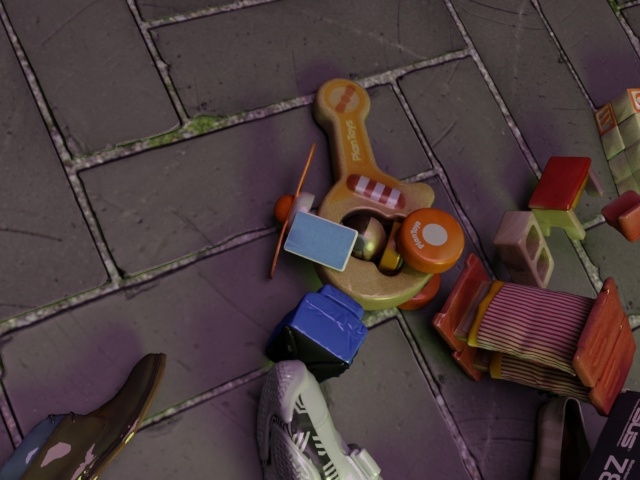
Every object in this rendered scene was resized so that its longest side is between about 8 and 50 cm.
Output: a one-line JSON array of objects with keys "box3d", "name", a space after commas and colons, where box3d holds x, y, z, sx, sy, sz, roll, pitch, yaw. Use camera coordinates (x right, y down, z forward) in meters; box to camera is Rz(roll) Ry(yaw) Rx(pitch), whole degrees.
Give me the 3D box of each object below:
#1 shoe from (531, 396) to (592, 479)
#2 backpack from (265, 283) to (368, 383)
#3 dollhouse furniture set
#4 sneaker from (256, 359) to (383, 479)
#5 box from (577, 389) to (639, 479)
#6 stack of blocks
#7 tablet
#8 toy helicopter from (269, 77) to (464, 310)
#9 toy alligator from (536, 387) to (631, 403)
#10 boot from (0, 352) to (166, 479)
[{"box3d": [0.319, 0.308, 1.026, 0.077, 0.058, 0.219, 15, 59, -16], "name": "shoe"}, {"box3d": [-0.003, 0.119, 0.962, 0.098, 0.120, 0.101, 38, 54, -1], "name": "backpack"}, {"box3d": [0.327, 0.022, 1.042, 0.374, 0.201, 0.152, -59, 135, -25], "name": "dollhouse furniture set"}, {"box3d": [0.061, 0.302, 0.913, 0.210, 0.137, 0.365, -12, 81, -24], "name": "sneaker"}, {"box3d": [0.417, 0.424, 0.932, 0.318, 0.097, 0.395, -50, 115, -24], "name": "box"}, {"box3d": [0.572, -0.093, 1.259, 0.171, 0.087, 0.297, -5, 73, -21], "name": "stack of blocks"}, {"box3d": [0.000, 0.000, 0.973, 0.083, 0.006, 0.054, 21, 89, 17], "name": "tablet"}, {"box3d": [0.035, -0.071, 1.060, 0.235, 0.140, 0.355, -4, 62, -12], "name": "toy helicopter"}, {"box3d": [0.353, 0.203, 1.098, 0.190, 0.056, 0.051, 24, 106, -11], "name": "toy alligator"}, {"box3d": [-0.259, 0.201, 0.862, 0.106, 0.082, 0.219, 31, 66, -10], "name": "boot"}]
